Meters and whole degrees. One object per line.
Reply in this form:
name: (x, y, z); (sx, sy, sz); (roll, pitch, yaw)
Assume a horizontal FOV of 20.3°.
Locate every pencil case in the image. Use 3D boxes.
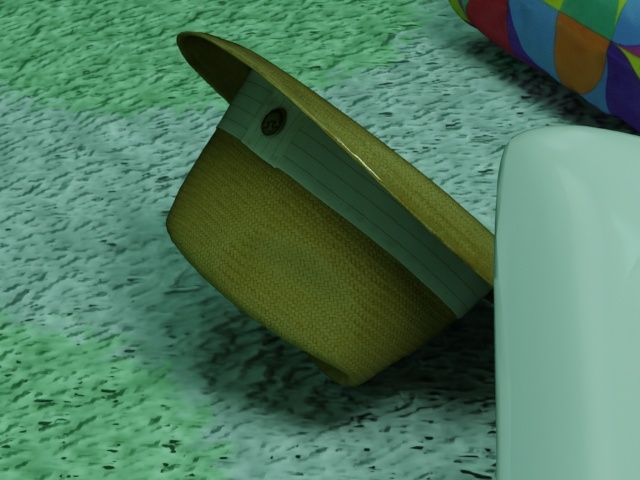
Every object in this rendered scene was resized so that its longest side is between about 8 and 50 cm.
pencil case: (0.157, -0.109, 0.863); (0.104, 0.104, 0.236); (-18, 36, -21)

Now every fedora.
fedora: (0.000, 0.000, 0.692); (0.079, 0.194, 0.194); (-51, 44, -2)

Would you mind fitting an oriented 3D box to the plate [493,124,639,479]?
plate: (0.178, 0.095, 0.435); (0.278, 0.045, 0.277); (10, 56, -6)
